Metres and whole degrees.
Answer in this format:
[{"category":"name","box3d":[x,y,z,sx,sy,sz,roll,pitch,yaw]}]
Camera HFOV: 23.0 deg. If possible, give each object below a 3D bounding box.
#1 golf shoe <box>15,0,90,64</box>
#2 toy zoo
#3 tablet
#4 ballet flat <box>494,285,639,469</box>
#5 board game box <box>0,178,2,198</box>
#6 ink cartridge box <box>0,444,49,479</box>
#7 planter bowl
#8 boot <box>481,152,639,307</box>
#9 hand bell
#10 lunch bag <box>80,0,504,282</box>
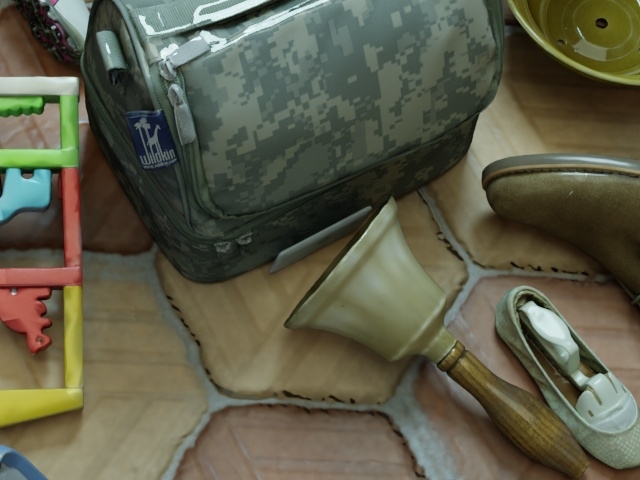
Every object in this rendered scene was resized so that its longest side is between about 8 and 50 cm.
[{"category":"golf shoe","box3d":[-0.220,-0.228,1.286,0.086,0.067,0.186,-25,70,-18]},{"category":"toy zoo","box3d":[-0.270,0.025,1.151,0.192,0.030,0.293,-1,81,-8]},{"category":"tablet","box3d":[0.000,0.000,1.212,0.083,0.054,0.006,-28,81,-17]},{"category":"ballet flat","box3d":[0.191,0.103,1.186,0.057,0.052,0.168,-37,74,-20]},{"category":"board game box","box3d":[-0.326,-0.094,1.224,0.141,0.048,0.170,-8,67,-8]},{"category":"ink cartridge box","box3d":[-0.395,0.190,0.990,0.395,0.151,0.270,20,67,23]},{"category":"planter bowl","box3d":[0.244,-0.201,1.312,0.217,0.090,0.217,3,64,-5]},{"category":"boot","box3d":[0.264,0.016,1.212,0.305,0.112,0.115,17,75,0]},{"category":"hand bell","box3d":[0.105,0.091,1.169,0.242,0.126,0.126,40,67,0]},{"category":"lunch bag","box3d":[-0.022,-0.135,1.161,0.305,0.256,0.212,-25,70,-16]}]
